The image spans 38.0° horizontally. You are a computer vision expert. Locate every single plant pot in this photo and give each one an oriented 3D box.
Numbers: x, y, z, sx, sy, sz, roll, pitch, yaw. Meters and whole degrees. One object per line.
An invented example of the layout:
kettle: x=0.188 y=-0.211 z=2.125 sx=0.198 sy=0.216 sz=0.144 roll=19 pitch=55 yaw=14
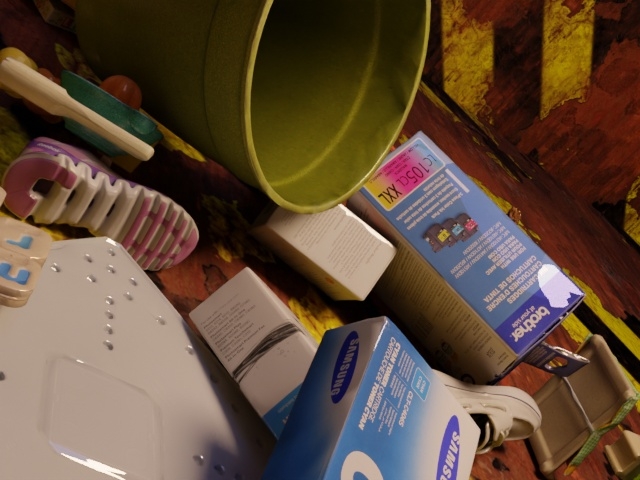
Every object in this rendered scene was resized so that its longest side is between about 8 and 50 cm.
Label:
plant pot: x=-0.106 y=-0.263 z=1.171 sx=0.353 sy=0.366 sz=0.366 roll=23 pitch=10 yaw=30

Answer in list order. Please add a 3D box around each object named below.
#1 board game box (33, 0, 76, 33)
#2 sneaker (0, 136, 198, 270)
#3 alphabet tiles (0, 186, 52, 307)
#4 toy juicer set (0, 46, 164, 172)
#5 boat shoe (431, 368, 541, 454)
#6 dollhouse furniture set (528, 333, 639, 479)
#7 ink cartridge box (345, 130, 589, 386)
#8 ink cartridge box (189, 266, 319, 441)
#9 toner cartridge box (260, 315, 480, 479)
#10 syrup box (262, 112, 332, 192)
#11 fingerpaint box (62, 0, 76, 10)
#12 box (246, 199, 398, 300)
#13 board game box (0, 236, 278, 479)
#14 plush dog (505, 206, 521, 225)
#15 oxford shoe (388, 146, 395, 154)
board game box: x=-0.414 y=-0.385 z=1.477 sx=0.103 sy=0.026 sz=0.154 roll=12 pitch=36 yaw=-52
sneaker: x=-0.245 y=-0.050 z=1.051 sx=0.236 sy=0.095 sz=0.104 roll=27 pitch=18 yaw=-32
alphabet tiles: x=-0.369 y=-0.024 z=0.771 sx=0.284 sy=0.021 sz=0.278 roll=22 pitch=16 yaw=-16
toy juicer set: x=-0.272 y=-0.168 z=1.056 sx=0.209 sy=0.089 sz=0.329 roll=33 pitch=-5 yaw=-12
boat shoe: x=0.213 y=0.247 z=1.273 sx=0.267 sy=0.096 sz=0.088 roll=24 pitch=31 yaw=-36
dollhouse furniture set: x=0.437 y=0.319 z=1.379 sx=0.151 sy=0.197 sz=0.301 roll=31 pitch=24 yaw=-24
ink cartridge box: x=0.211 y=0.068 z=1.372 sx=0.395 sy=0.151 sz=0.270 roll=49 pitch=-17 yaw=14
ink cartridge box: x=-0.029 y=0.143 z=0.961 sx=0.203 sy=0.086 sz=0.148 roll=49 pitch=-2 yaw=37
toner cartridge box: x=0.021 y=0.242 z=0.732 sx=0.165 sy=0.075 sz=0.348 roll=51 pitch=42 yaw=-25
syrup box: x=-0.019 y=-0.107 z=1.388 sx=0.096 sy=0.093 sz=0.237 roll=39 pitch=-13 yaw=-9
fingerpaint box: x=-0.249 y=-0.416 z=1.531 sx=0.445 sy=0.163 sz=0.371 roll=36 pitch=19 yaw=-3
box: x=0.000 y=0.000 z=1.301 sx=0.170 sy=0.091 sz=0.130 roll=38 pitch=-13 yaw=-11
board game box: x=-0.193 y=0.164 z=0.778 sx=0.390 sy=0.050 sz=0.390 roll=48 pitch=22 yaw=15
plush dog: x=0.224 y=0.008 z=1.664 sx=0.225 sy=0.210 sz=0.262 roll=24 pitch=8 yaw=32
oxford shoe: x=0.071 y=-0.174 z=1.867 sx=0.098 sy=0.097 sz=0.271 roll=-18 pitch=56 yaw=-44
